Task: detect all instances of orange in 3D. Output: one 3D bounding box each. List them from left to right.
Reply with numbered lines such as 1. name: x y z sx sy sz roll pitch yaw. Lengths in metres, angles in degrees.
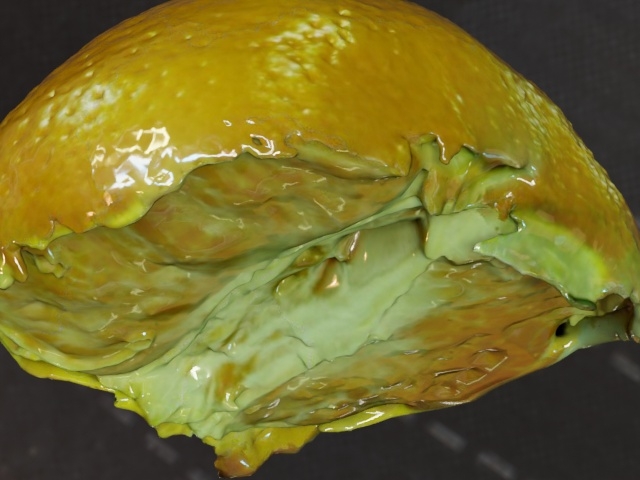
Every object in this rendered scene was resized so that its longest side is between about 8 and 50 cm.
1. orange: 0.000 -0.010 0.936 0.334 0.196 0.262 25 154 -30
